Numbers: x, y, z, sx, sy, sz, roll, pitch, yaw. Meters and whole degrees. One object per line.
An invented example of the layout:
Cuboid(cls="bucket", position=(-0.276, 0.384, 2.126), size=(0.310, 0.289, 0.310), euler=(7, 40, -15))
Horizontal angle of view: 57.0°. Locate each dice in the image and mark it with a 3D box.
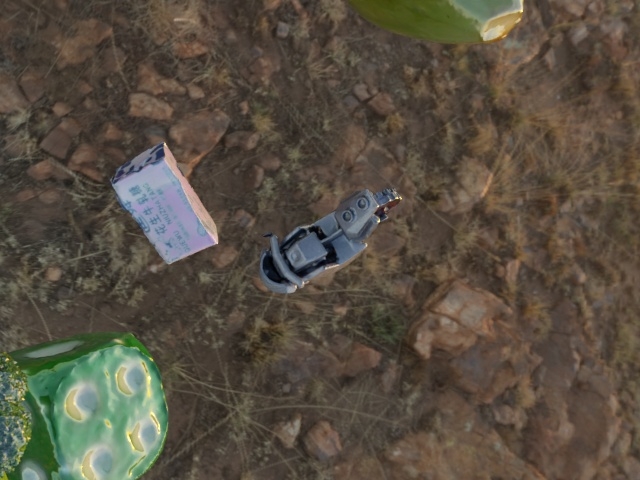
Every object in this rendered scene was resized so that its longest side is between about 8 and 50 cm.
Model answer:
Cuboid(cls="dice", position=(-0.508, 0.358, 1.194), size=(0.297, 0.287, 0.299), euler=(-16, 96, -62))

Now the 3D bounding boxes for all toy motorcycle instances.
Cuboid(cls="toy motorcycle", position=(0.000, 0.000, 0.732), size=(0.122, 0.215, 0.080), euler=(-13, 67, -56))

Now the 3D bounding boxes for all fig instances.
Cuboid(cls="fig", position=(0.125, -0.324, 0.641), size=(0.207, 0.230, 0.207), euler=(-42, 145, -38))

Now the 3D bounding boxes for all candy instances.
Cuboid(cls="candy", position=(-0.227, -0.050, 0.866), size=(0.092, 0.073, 0.160), euler=(-25, 118, 3))

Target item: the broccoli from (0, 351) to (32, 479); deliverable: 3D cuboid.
Cuboid(cls="broccoli", position=(-0.493, 0.281, 0.727), size=(0.298, 0.298, 0.297), euler=(-37, 124, -31))
